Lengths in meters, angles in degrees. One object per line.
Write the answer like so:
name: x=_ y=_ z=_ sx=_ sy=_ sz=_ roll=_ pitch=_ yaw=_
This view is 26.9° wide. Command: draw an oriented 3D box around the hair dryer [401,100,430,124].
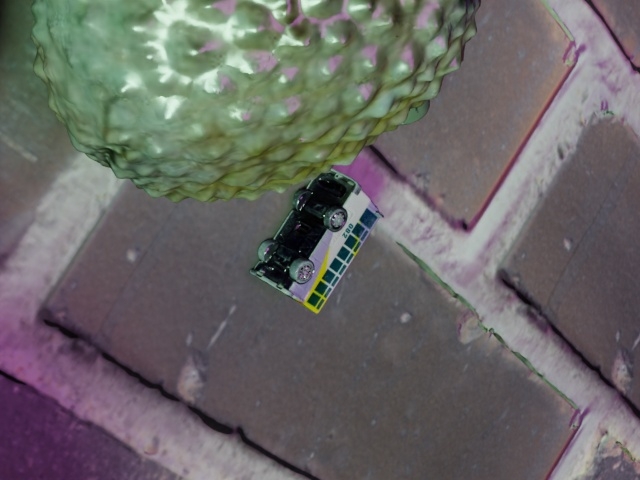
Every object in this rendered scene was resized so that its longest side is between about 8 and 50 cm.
hair dryer: x=0.018 y=-0.105 z=1.018 sx=0.150 sy=0.047 sz=0.071 roll=-30 pitch=127 yaw=-23

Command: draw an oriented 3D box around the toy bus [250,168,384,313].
toy bus: x=0.000 y=0.000 z=1.038 sx=0.102 sy=0.052 sz=0.058 roll=-57 pitch=138 yaw=-5

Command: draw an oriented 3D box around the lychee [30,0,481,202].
lychee: x=-0.044 y=-0.141 z=0.801 sx=0.255 sy=0.274 sz=0.255 roll=8 pitch=90 yaw=-74
